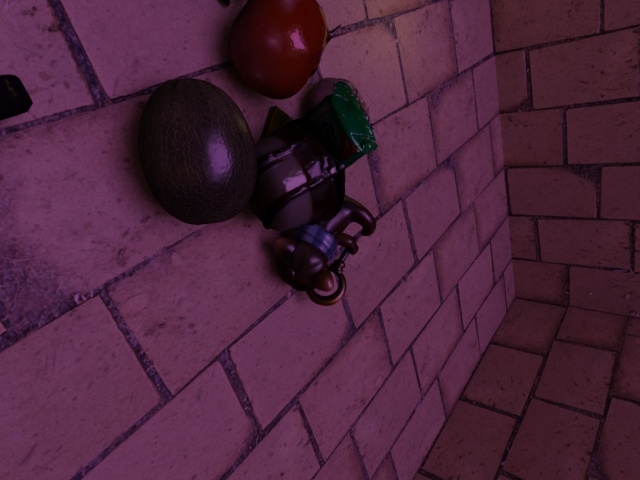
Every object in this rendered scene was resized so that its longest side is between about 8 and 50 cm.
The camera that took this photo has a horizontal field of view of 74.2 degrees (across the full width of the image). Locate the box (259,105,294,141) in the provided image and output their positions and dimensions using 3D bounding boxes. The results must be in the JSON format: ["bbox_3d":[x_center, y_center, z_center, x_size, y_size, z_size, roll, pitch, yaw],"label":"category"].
[{"bbox_3d":[-0.089,-0.286,1.232,0.193,0.030,0.121,27,75,-47],"label":"box"}]

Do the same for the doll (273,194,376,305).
[{"bbox_3d":[-0.001,0.001,1.270,0.318,0.209,0.340,35,63,-10],"label":"doll"}]

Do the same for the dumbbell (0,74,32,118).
[{"bbox_3d":[-0.552,-0.274,0.613,0.152,0.152,0.218,-39,122,-39],"label":"dumbbell"}]

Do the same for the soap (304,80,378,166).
[{"bbox_3d":[0.031,-0.259,1.122,0.098,0.273,0.218,-30,92,-29],"label":"soap"}]

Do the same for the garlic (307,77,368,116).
[{"bbox_3d":[0.059,-0.388,1.282,0.228,0.152,0.228,17,69,-54],"label":"garlic"}]

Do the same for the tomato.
[{"bbox_3d":[-0.099,-0.482,1.035,0.224,0.256,0.256,27,74,-31],"label":"tomato"}]

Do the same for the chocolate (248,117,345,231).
[{"bbox_3d":[-0.093,-0.145,1.061,0.186,0.283,0.283,-27,115,-36],"label":"chocolate"}]

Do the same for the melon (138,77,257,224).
[{"bbox_3d":[-0.256,-0.186,0.897,0.237,0.237,0.302,-20,105,-46],"label":"melon"}]

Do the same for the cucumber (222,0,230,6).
[{"bbox_3d":[-0.271,-0.625,0.975,0.184,0.033,0.036,37,46,-42],"label":"cucumber"}]
